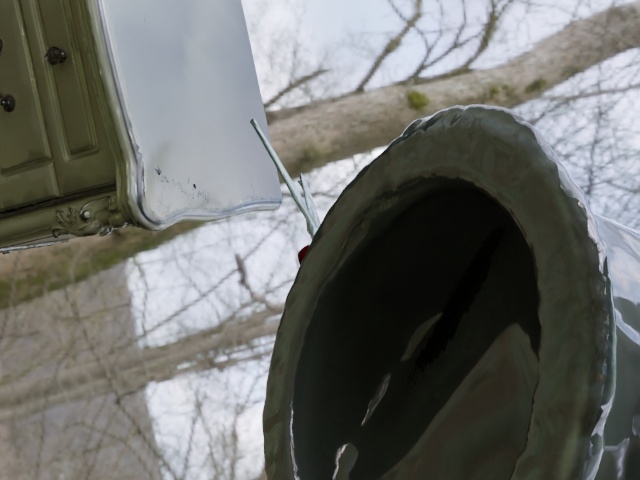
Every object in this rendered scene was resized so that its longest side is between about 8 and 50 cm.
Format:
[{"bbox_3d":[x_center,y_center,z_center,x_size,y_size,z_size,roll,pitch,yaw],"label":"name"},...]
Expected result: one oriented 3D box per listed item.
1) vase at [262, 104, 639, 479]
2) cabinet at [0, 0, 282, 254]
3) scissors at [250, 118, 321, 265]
[{"bbox_3d":[0.151,0.094,0.497,0.245,0.291,0.245,-40,-139,47],"label":"vase"},{"bbox_3d":[-0.248,-0.132,0.884,0.318,0.227,0.289,-11,-88,25],"label":"cabinet"},{"bbox_3d":[0.000,0.000,0.743,0.144,0.017,0.247,49,10,-42],"label":"scissors"}]
